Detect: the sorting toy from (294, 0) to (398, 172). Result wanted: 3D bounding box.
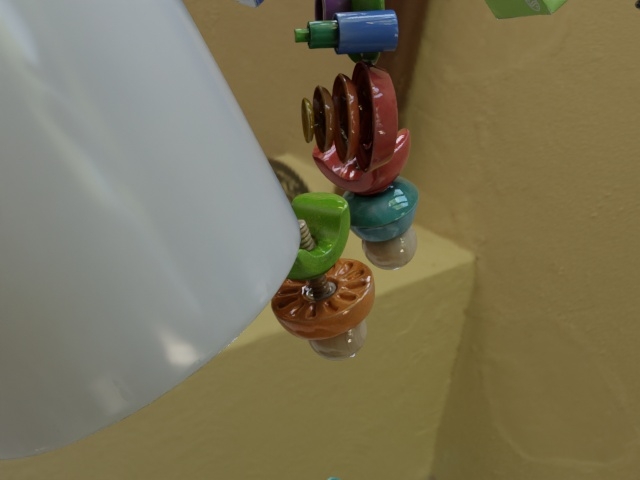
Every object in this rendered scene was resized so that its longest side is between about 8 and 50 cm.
[{"bbox_3d":[0.007,-0.080,0.429,0.061,0.042,0.102,114,-29,-71],"label":"sorting toy"}]

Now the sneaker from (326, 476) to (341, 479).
[{"bbox_3d":[-0.037,0.312,1.006,0.295,0.124,0.178,28,-99,49],"label":"sneaker"}]

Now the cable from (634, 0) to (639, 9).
[{"bbox_3d":[0.431,-0.247,1.059,0.150,0.184,0.047,52,-26,42],"label":"cable"}]

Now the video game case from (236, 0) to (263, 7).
[{"bbox_3d":[-0.089,-0.366,1.011,0.244,0.269,0.061,20,-29,32],"label":"video game case"}]

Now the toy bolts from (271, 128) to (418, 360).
[{"bbox_3d":[0.000,0.000,1.010,0.218,0.228,0.158,15,-44,42],"label":"toy bolts"}]

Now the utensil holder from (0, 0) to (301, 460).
[{"bbox_3d":[-0.230,-0.094,0.675,0.328,0.327,0.385,-4,-56,47],"label":"utensil holder"}]

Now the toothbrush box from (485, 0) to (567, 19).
[{"bbox_3d":[0.220,-0.417,1.074,0.283,0.206,0.122,51,-9,-21],"label":"toothbrush box"}]
